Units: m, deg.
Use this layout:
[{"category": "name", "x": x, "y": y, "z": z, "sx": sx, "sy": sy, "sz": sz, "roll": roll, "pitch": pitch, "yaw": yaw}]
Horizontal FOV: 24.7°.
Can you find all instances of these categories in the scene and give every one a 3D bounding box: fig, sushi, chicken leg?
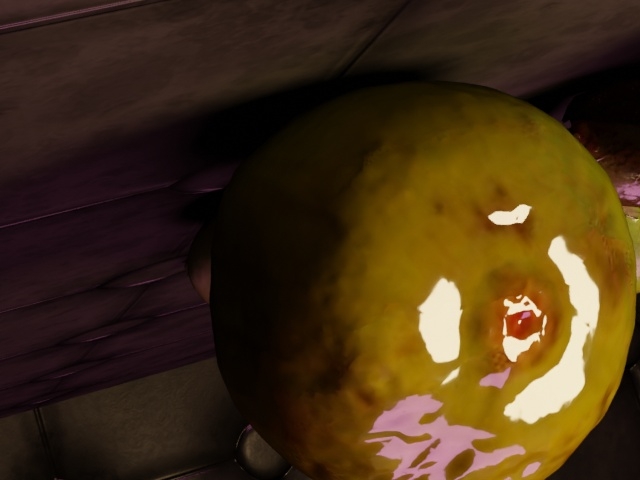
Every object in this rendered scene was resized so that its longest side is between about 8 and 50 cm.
[{"category": "fig", "x": 0.061, "y": 0.032, "z": 1.111, "sx": 0.343, "sy": 0.343, "sz": 0.343, "roll": -17, "pitch": 173, "yaw": -2}, {"category": "sushi", "x": 0.294, "y": -0.131, "z": 1.407, "sx": 0.118, "sy": 0.062, "sz": 0.060, "roll": 3, "pitch": -178, "yaw": 0}, {"category": "chicken leg", "x": 0.261, "y": -0.070, "z": 1.398, "sx": 0.322, "sy": 0.083, "sz": 0.177, "roll": 2, "pitch": -179, "yaw": 28}]

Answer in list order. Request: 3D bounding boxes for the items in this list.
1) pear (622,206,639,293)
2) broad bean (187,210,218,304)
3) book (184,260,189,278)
[{"category": "pear", "x": 0.411, "y": -0.009, "z": 2.038, "sx": 0.187, "sy": 0.187, "sz": 0.220, "roll": -15, "pitch": 148, "yaw": -20}, {"category": "broad bean", "x": 0.000, "y": 0.001, "z": 1.438, "sx": 0.291, "sy": 0.119, "sz": 0.238, "roll": -10, "pitch": 171, "yaw": -43}, {"category": "book", "x": -0.011, "y": -0.012, "z": 1.697, "sx": 0.269, "sy": 0.025, "sz": 0.191, "roll": -15, "pitch": 173, "yaw": -21}]
